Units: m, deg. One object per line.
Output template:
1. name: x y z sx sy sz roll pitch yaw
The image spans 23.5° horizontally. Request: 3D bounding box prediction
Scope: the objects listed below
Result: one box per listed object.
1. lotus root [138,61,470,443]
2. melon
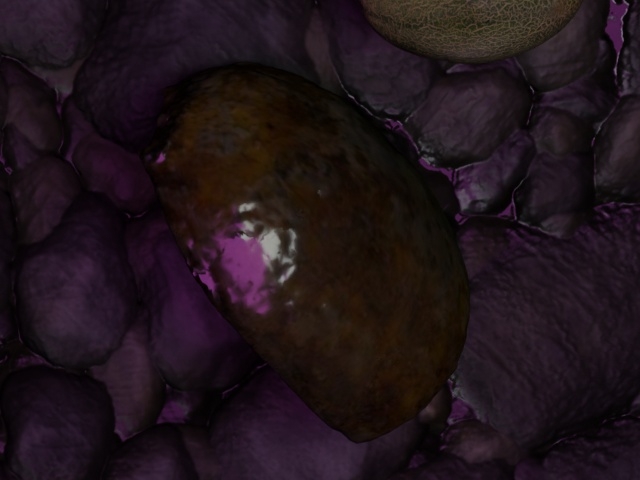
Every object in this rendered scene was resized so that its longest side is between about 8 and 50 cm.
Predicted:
1. lotus root: 0.005 -0.004 1.219 0.142 0.210 0.314 -28 120 22
2. melon: 0.123 -0.202 1.158 0.192 0.139 0.139 -9 109 9
